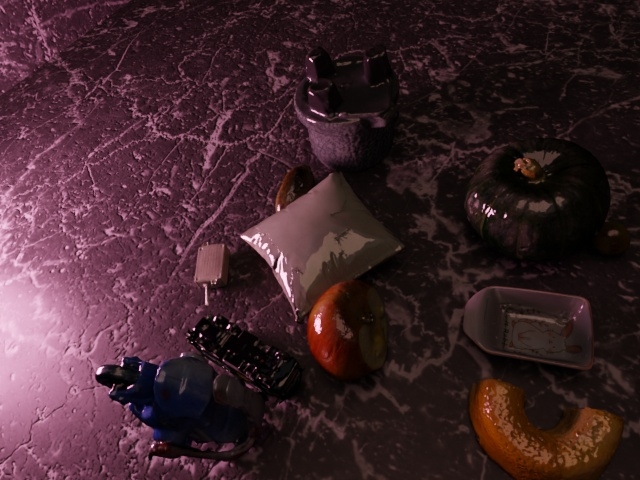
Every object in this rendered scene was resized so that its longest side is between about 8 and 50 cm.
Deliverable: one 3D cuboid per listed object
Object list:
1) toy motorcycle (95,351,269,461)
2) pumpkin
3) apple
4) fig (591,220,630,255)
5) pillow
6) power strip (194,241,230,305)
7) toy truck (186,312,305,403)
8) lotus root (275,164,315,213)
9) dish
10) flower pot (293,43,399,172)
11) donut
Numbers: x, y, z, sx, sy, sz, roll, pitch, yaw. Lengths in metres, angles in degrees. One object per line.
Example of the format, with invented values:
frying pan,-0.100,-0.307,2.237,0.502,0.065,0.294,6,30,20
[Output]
toy motorcycle,-0.222,0.279,0.864,0.241,0.319,0.182,-26,50,3
pumpkin,0.473,-0.100,1.043,0.300,0.207,0.300,-10,45,10
apple,0.053,0.182,0.960,0.160,0.173,0.195,2,51,12
fig,0.626,-0.008,1.029,0.074,0.074,0.088,1,33,14
pillow,0.000,0.000,1.135,0.310,0.119,0.312,-35,57,-5
power strip,-0.273,0.083,1.190,0.075,0.042,0.175,-7,55,8
toy truck,-0.157,0.244,0.996,0.259,0.121,0.088,22,61,27
lotus root,-0.067,-0.134,1.275,0.089,0.080,0.179,10,59,20
dish,0.407,0.177,0.947,0.234,0.064,0.154,7,57,17
flower pot,0.089,-0.357,1.276,0.299,0.283,0.299,-7,52,9
donut,0.385,0.345,0.818,0.259,0.101,0.152,12,64,16
